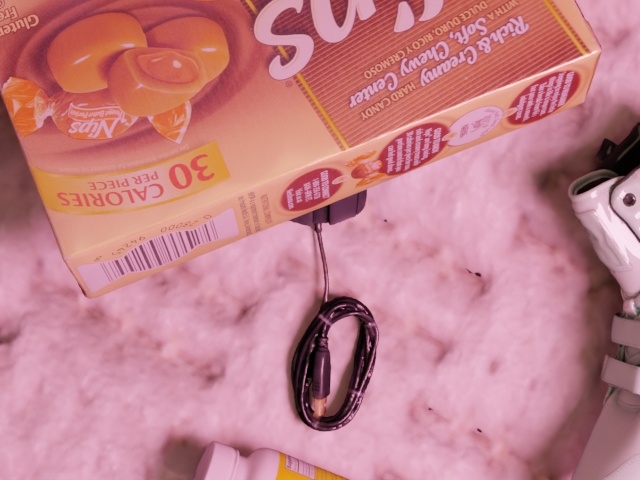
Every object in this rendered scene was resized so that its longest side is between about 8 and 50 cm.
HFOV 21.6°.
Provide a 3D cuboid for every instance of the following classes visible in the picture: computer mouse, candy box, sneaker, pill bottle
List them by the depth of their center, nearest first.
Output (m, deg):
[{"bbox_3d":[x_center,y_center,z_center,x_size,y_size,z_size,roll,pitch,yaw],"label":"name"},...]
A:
[{"bbox_3d":[-0.023,-0.113,0.954,0.316,0.087,0.183,-21,74,-6],"label":"candy box"},{"bbox_3d":[0.000,0.000,1.024,0.071,0.041,0.242,-7,98,-8],"label":"computer mouse"},{"bbox_3d":[0.186,0.043,1.027,0.151,0.094,0.256,33,81,-16],"label":"sneaker"},{"bbox_3d":[-0.021,0.166,1.027,0.116,0.065,0.065,23,93,-9],"label":"pill bottle"}]
